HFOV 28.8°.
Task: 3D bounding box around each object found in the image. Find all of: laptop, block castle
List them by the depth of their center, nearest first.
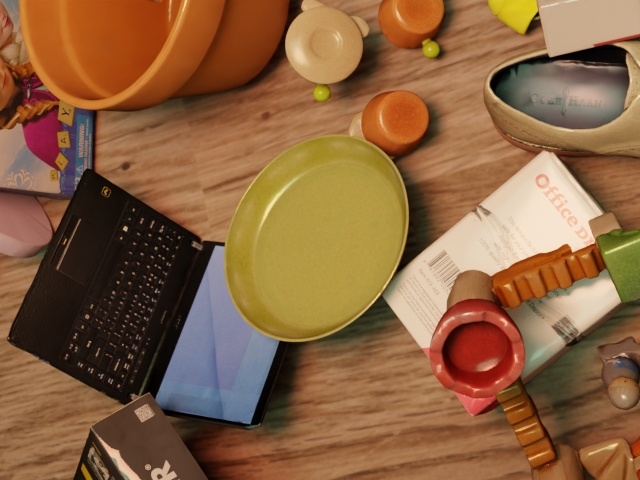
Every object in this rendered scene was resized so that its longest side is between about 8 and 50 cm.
[{"bbox_3d":[0.355,0.110,1.136,0.453,0.213,0.303,-23,105,12],"label":"block castle"},{"bbox_3d":[-0.171,0.062,1.404,0.136,0.264,0.234,-23,40,50],"label":"laptop"}]

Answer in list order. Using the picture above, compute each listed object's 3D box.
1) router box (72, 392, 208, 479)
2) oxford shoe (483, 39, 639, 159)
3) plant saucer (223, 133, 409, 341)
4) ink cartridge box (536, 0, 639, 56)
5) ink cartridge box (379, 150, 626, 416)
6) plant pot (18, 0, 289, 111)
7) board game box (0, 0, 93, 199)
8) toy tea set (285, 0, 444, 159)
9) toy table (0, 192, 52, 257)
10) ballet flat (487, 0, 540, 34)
[{"bbox_3d":[-0.158,0.351,1.387,0.309,0.081,0.243,54,151,14],"label":"router box"},{"bbox_3d":[0.356,-0.137,1.247,0.396,0.146,0.141,-2,87,18],"label":"oxford shoe"},{"bbox_3d":[0.000,0.000,1.378,0.241,0.037,0.241,-14,63,30],"label":"plant saucer"},{"bbox_3d":[0.267,-0.245,1.254,0.099,0.135,0.056,-11,119,12],"label":"ink cartridge box"},{"bbox_3d":[0.211,0.046,1.324,0.237,0.100,0.172,-41,74,16],"label":"ink cartridge box"},{"bbox_3d":[-0.173,-0.283,1.414,0.290,0.203,0.291,-2,87,40],"label":"plant pot"},{"bbox_3d":[-0.394,-0.217,1.462,0.065,0.318,0.319,-1,87,33],"label":"board game box"},{"bbox_3d":[0.050,-0.257,1.420,0.200,0.124,0.336,7,86,-8],"label":"toy tea set"},{"bbox_3d":[-0.489,-0.039,1.547,0.161,0.252,0.274,-42,104,18],"label":"toy table"},{"bbox_3d":[0.286,-0.303,1.337,0.231,0.077,0.077,-34,97,20],"label":"ballet flat"}]
